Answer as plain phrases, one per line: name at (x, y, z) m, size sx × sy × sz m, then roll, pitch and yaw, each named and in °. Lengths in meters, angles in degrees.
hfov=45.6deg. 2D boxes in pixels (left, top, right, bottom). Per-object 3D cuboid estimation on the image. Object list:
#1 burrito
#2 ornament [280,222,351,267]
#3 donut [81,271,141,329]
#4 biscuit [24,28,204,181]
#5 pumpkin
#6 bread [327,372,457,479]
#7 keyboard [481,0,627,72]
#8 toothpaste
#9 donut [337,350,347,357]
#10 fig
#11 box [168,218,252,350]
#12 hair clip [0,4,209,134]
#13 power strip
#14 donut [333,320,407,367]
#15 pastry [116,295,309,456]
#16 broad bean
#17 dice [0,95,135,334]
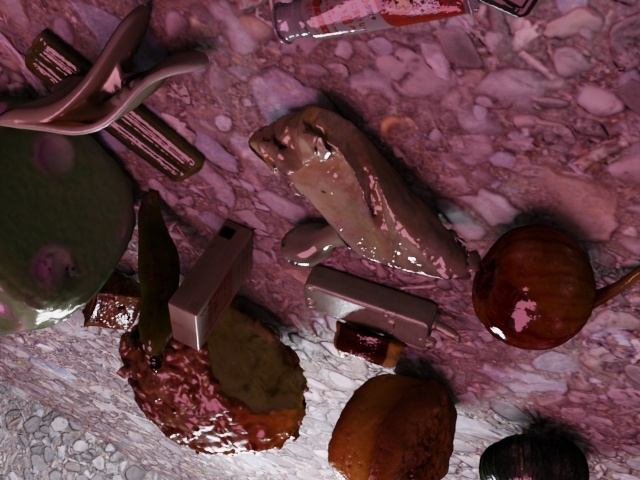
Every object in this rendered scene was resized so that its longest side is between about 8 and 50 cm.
burrito at (0.060, -0.061, 1.090) m, size 0.348 × 0.107 × 0.175 m, roll 40°, pitch 160°, yaw -16°
ornament at (0.000, 0.000, 1.242) m, size 0.156 × 0.081 × 0.075 m, roll -24°, pitch 89°, yaw 46°
donut at (-0.473, 0.150, 1.727) m, size 0.126 × 0.144 × 0.186 m, roll 13°, pitch 123°, yaw -16°
biscuit at (-0.329, -0.203, 1.222) m, size 0.322 × 0.038 × 0.099 m, roll 40°, pitch 142°, yaw -19°
pumpkin at (0.416, 0.448, 1.497) m, size 0.211 × 0.152 × 0.211 m, roll 3°, pitch 140°, yaw 3°
bread at (0.149, 0.403, 1.503) m, size 0.172 × 0.312 × 0.312 m, roll 18°, pitch 148°, yaw 35°
keyboard at (0.154, -0.295, 0.754) m, size 0.381 × 0.041 × 0.103 m, roll 33°, pitch 135°, yaw 3°
toothpaste at (0.056, -0.270, 0.854) m, size 0.234 × 0.057 × 0.089 m, roll -7°, pitch 129°, yaw 28°
donut at (0.071, 0.214, 1.515) m, size 0.083 × 0.038 × 0.067 m, roll 23°, pitch 144°, yaw 9°
fig at (0.321, 0.074, 1.053) m, size 0.207 × 0.175 × 0.175 m, roll 14°, pitch 150°, yaw -15°
box at (-0.193, 0.079, 1.364) m, size 0.058 × 0.201 × 0.141 m, roll 25°, pitch 146°, yaw 10°
hair clip at (-0.291, -0.220, 1.063) m, size 0.282 × 0.172 × 0.113 m, roll -28°, pitch 107°, yaw 25°
power strip at (0.111, 0.126, 1.351) m, size 0.288 × 0.053 × 0.093 m, roll 18°, pitch 146°, yaw 13°
donut at (0.089, 0.193, 1.407) m, size 0.140 × 0.059 × 0.140 m, roll 19°, pitch 176°, yaw 1°
pastry at (-0.231, 0.282, 1.585) m, size 0.405 × 0.292 × 0.337 m, roll 40°, pitch 133°, yaw -23°
broad bean at (-0.295, 0.079, 1.385) m, size 0.077 × 0.339 × 0.061 m, roll -2°, pitch 174°, yaw 8°
dice at (-0.551, -0.039, 1.335) m, size 0.322 × 0.330 × 0.318 m, roll -2°, pitch 139°, yaw 35°
